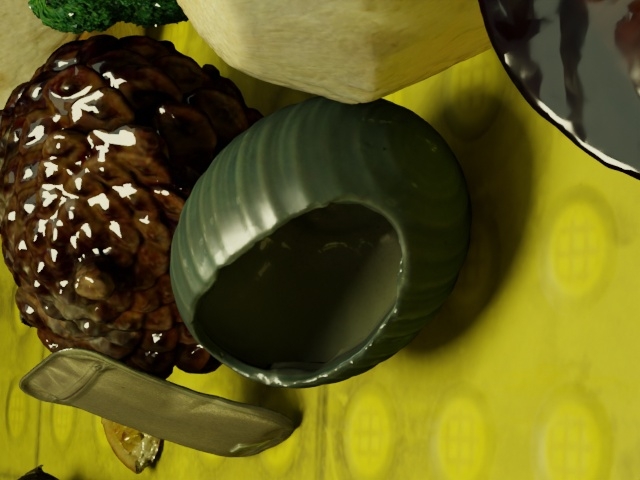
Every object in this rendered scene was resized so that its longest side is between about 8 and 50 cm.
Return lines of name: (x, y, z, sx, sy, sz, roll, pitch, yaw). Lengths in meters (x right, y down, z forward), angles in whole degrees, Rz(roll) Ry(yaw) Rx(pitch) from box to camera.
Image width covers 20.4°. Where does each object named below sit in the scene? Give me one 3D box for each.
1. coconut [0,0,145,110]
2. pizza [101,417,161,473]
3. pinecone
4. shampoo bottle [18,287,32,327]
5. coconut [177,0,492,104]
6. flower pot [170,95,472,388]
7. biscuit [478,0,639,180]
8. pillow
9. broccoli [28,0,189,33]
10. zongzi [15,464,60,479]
coconut: (-0.397, -0.243, 1.791, 0.344, 0.415, 0.415, -65, -2, -61)
pizza: (-0.191, 0.158, 1.744, 0.160, 0.036, 0.099, 58, 134, 48)
pinecone: (-0.151, -0.030, 1.486, 0.296, 0.242, 0.298, -113, 27, -52)
shampoo bottle: (-0.303, -0.012, 1.948, 0.072, 0.072, 0.214, -38, 52, 53)
coconut: (0.043, -0.256, 1.147, 0.329, 0.329, 0.328, -17, 71, 60)
flower pot: (0.000, 0.000, 1.257, 0.243, 0.189, 0.157, -40, 20, 34)
biscuit: (0.240, -0.212, 0.875, 0.407, 0.091, 0.407, -2, 87, 46)
pillow: (-0.134, 0.136, 1.460, 0.130, 0.218, 0.033, -38, 37, 55)
broccoli: (-0.133, -0.301, 1.476, 0.245, 0.265, 0.294, 46, 122, 5)
zongzi: (-0.330, 0.354, 1.730, 0.289, 0.123, 0.260, -44, 15, -15)
